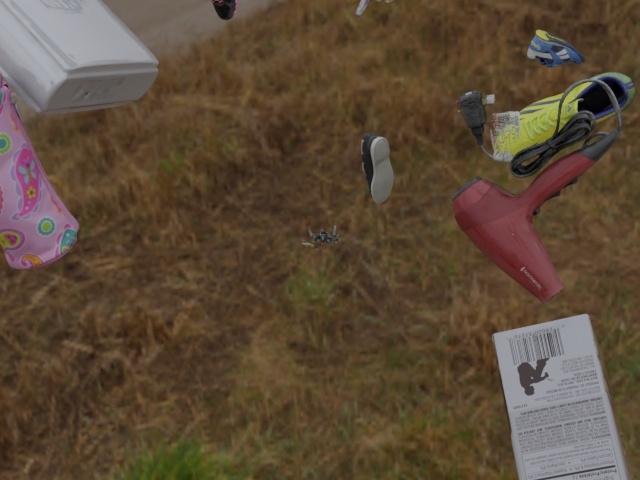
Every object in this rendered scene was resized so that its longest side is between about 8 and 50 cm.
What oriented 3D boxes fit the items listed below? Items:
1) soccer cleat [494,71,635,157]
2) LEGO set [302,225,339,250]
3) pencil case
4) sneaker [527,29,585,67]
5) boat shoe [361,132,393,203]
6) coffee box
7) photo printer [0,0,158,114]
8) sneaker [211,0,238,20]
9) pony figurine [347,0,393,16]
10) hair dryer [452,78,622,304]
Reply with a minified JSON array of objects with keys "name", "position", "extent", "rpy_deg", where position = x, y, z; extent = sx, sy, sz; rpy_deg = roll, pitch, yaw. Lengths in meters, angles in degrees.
[{"name":"soccer cleat","position":[0.456,-0.236,2.143],"extent":[0.289,0.093,0.121],"rpy_deg":[-27,0,17]},{"name":"LEGO set","position":[0.002,0.001,1.826],"extent":[0.054,0.083,0.023],"rpy_deg":[14,60,-7]},{"name":"pencil case","position":[-0.450,-0.098,1.622],"extent":[0.124,0.284,0.124],"rpy_deg":[-16,26,8]},{"name":"sneaker","position":[0.472,-0.377,2.274],"extent":[0.144,0.059,0.053],"rpy_deg":[13,28,-35]},{"name":"boat shoe","position":[0.088,-0.118,1.833],"extent":[0.046,0.125,0.038],"rpy_deg":[-33,44,-25]},{"name":"coffee box","position":[0.293,0.256,1.297],"extent":[0.119,0.168,0.297],"rpy_deg":[-14,65,14]},{"name":"photo printer","position":[-0.423,-0.331,1.711],"extent":[0.307,0.107,0.256],"rpy_deg":[46,26,12]},{"name":"sneaker","position":[-0.164,-0.393,1.747],"extent":[0.047,0.119,0.057],"rpy_deg":[7,35,30]},{"name":"pony figurine","position":[0.162,-0.526,1.928],"extent":[0.351,0.303,0.363],"rpy_deg":[-44,17,7]},{"name":"hair dryer","position":[0.275,-0.059,1.475],"extent":[0.224,0.293,0.080],"rpy_deg":[3,14,35]}]
